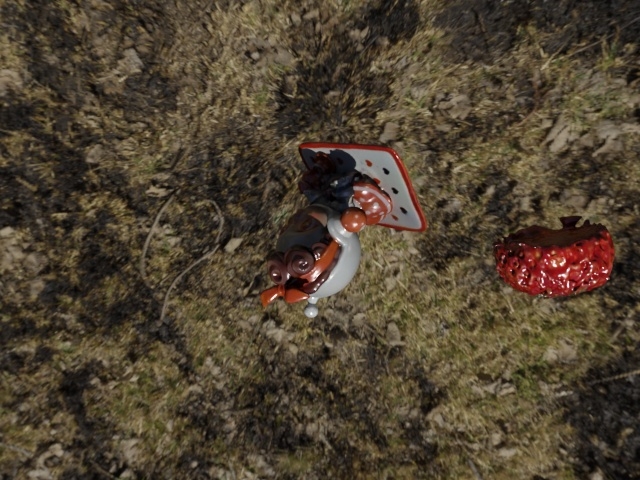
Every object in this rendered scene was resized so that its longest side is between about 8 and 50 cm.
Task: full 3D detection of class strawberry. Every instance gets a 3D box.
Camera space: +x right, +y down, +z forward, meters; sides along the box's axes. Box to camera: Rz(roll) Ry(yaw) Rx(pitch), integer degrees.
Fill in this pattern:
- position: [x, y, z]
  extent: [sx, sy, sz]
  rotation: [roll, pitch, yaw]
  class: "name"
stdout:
- position: [0.287, 0.023, 0.668]
  extent: [0.145, 0.145, 0.086]
  rotation: [-8, 106, 3]
  class: "strawberry"

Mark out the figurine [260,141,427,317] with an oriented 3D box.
- position: [0.000, 0.000, 0.735]
  extent: [0.226, 0.184, 0.160]
  rotation: [-53, 133, -26]
  class: "figurine"
